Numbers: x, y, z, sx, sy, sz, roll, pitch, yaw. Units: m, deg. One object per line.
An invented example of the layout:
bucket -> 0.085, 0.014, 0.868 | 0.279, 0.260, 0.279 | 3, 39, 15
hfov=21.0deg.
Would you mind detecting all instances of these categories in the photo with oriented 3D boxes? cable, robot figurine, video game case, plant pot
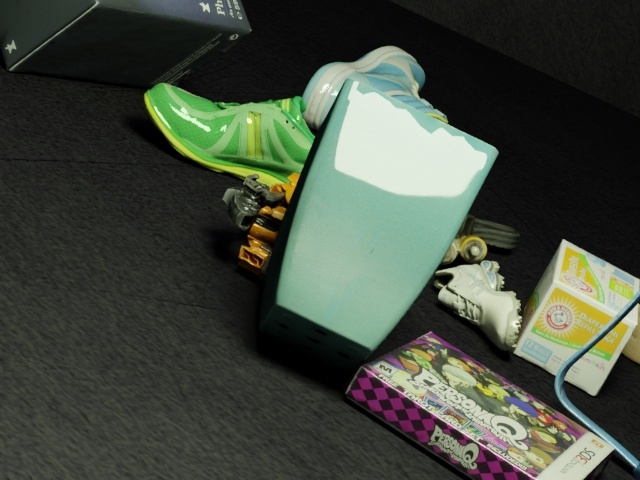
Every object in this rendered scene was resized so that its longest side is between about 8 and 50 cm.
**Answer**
cable -> 0.174, -0.003, 2.266 | 0.139, 0.072, 0.287 | 14, 1, 18
robot figurine -> 0.000, 0.000, 1.910 | 0.211, 0.085, 0.291 | 29, 17, 8
video game case -> 0.162, 0.180, 1.700 | 0.232, 0.042, 0.210 | 32, 17, 17
plant pot -> 0.038, 0.000, 1.701 | 0.165, 0.234, 0.166 | 26, -20, -3

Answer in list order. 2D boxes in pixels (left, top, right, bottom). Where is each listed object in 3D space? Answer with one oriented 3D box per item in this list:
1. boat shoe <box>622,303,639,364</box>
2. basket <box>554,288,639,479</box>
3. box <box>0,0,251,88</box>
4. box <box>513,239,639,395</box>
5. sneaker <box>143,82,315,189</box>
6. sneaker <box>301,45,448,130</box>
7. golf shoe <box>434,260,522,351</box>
boat shoe -> 0.510, 0.152, 2.186 | 0.285, 0.103, 0.092 | 24, 22, 10
basket -> 0.419, 0.158, 1.784 | 0.289, 0.255, 0.201 | 46, 17, 23
box -> -0.280, -0.366, 2.192 | 0.294, 0.183, 0.296 | 0, 64, -53
box -> 0.309, 0.089, 2.066 | 0.114, 0.103, 0.203 | 28, 17, 3
sneaker -> -0.075, -0.133, 2.114 | 0.295, 0.123, 0.109 | 23, 18, -11
sneaker -> 0.121, -0.183, 2.546 | 0.208, 0.127, 0.319 | 31, 27, 19
golf shoe -> 0.181, 0.080, 2.011 | 0.086, 0.069, 0.176 | 1, 20, -11
